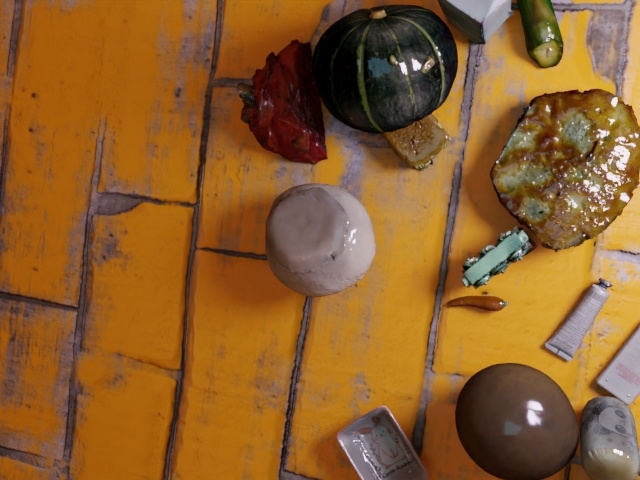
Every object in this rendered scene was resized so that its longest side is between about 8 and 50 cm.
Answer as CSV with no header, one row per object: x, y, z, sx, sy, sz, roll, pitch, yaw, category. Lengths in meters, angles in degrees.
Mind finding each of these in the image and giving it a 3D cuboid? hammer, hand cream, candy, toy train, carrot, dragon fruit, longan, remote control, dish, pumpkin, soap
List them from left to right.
-0.115,-0.335,1.694,0.205,0.152,0.316,-12,86,20,dragon fruit
0.000,0.000,1.637,0.296,0.185,0.295,-4,83,35,candy
0.141,-0.387,1.530,0.324,0.323,0.241,-8,128,19,pumpkin
0.161,0.517,1.640,0.154,0.064,0.234,-36,78,16,dish
0.331,-0.508,1.496,0.145,0.230,0.091,40,102,15,soap
0.362,0.143,1.591,0.142,0.035,0.035,1,90,26,carrot
0.394,0.043,1.540,0.176,0.118,0.074,-42,72,18,toy train
0.412,0.387,1.469,0.258,0.258,0.257,0,90,19,longan
0.572,0.170,1.516,0.067,0.042,0.194,31,105,8,hand cream
0.682,0.255,1.480,0.088,0.029,0.190,36,101,15,remote control
0.669,0.469,1.423,0.305,0.202,0.113,37,126,-2,hammer

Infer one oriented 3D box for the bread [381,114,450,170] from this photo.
0.226,-0.244,1.618,0.128,0.069,0.140,-44,78,13,bread

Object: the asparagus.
0.467,-0.552,1.532,0.082,0.085,0.342,-15,87,42,asparagus

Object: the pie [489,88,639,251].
0.535,-0.157,1.494,0.289,0.103,0.354,28,95,17,pie
